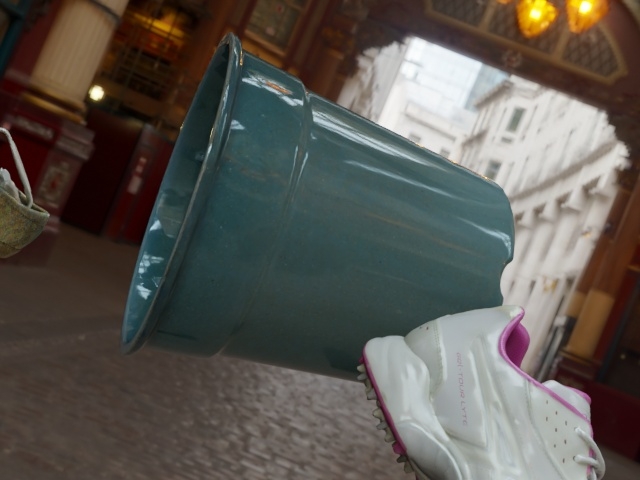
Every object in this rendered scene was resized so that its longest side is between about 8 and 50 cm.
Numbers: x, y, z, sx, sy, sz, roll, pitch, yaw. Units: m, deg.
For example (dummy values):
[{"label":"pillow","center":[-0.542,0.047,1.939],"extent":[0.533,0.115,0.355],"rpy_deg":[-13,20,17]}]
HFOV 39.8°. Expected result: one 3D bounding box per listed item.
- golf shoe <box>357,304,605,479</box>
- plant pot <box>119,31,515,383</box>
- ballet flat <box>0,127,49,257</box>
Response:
[{"label":"golf shoe","center":[0.137,0.168,0.569],"extent":[0.306,0.140,0.115],"rpy_deg":[63,-2,32]},{"label":"plant pot","center":[0.000,0.000,0.942],"extent":[0.334,0.341,0.341],"rpy_deg":[18,0,-16]},{"label":"ballet flat","center":[-0.477,-0.140,1.157],"extent":[0.349,0.123,0.123],"rpy_deg":[60,-15,-18]}]
